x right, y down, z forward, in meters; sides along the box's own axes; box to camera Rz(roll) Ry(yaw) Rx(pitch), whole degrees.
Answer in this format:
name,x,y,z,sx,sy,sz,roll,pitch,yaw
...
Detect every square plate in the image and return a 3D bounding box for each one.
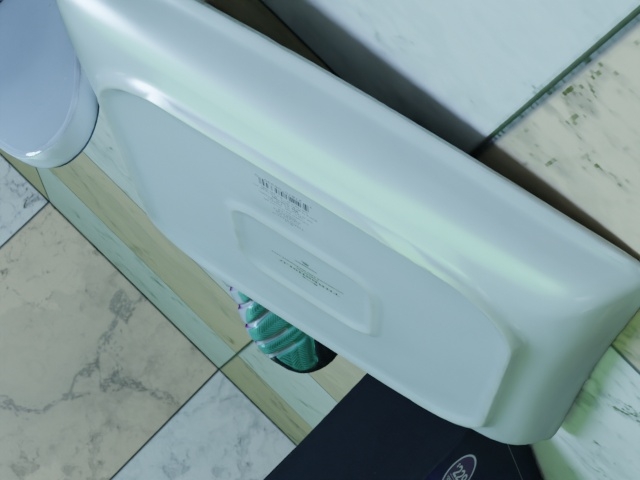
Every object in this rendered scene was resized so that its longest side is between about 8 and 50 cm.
name,x,y,z,sx,sy,sz,roll,pitch,yaw
square plate,0.000,0.000,0.733,0.347,0.049,0.344,31,164,13

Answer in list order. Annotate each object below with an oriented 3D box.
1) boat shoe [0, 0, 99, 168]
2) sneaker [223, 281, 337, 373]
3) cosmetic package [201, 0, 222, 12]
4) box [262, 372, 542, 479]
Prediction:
name,x,y,z,sx,sy,sz,roll,pitch,yaw
boat shoe,-0.184,-0.137,0.850,0.084,0.095,0.258,36,-155,-47
sneaker,-0.052,0.016,1.091,0.223,0.083,0.098,57,-176,-31
cosmetic package,-0.055,-0.089,0.765,0.060,0.041,0.115,37,166,24
box,0.077,0.211,0.999,0.103,0.184,0.261,34,165,33
